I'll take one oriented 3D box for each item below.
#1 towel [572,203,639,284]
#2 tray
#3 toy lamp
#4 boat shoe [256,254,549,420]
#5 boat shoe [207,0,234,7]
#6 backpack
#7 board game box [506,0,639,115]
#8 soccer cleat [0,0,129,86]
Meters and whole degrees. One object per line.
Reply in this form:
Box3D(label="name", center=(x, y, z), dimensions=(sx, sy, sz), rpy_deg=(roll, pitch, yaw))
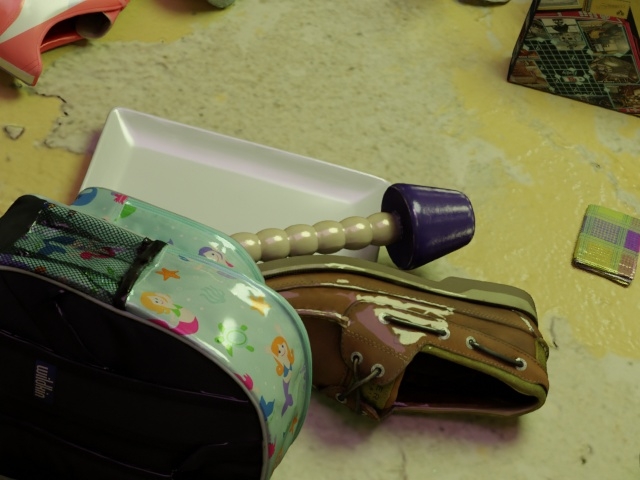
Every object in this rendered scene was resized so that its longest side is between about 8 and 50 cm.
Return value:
Box3D(label="towel", center=(0.272, 0.003, 1.488), dimensions=(0.060, 0.009, 0.083), rpy_deg=(19, 49, 3))
Box3D(label="tray", center=(-0.077, -0.030, 1.413), dimensions=(0.270, 0.030, 0.145), rpy_deg=(15, 49, -2))
Box3D(label="toy lamp", center=(0.000, 0.000, 1.339), dimensions=(0.274, 0.080, 0.080), rpy_deg=(-10, 55, -19))
Box3D(label="boat shoe", center=(0.046, 0.087, 1.294), dimensions=(0.307, 0.111, 0.104), rpy_deg=(2, 50, -13))
Box3D(label="boat shoe", center=(-0.084, -0.343, 1.603), dimensions=(0.079, 0.081, 0.228), rpy_deg=(12, 71, 14))
Box3D(label="backpack", center=(-0.131, 0.094, 1.163), dimensions=(0.253, 0.225, 0.191), rpy_deg=(21, 40, 16))
Box3D(label="board game box", center=(0.326, -0.197, 1.564), dimensions=(0.243, 0.165, 0.042), rpy_deg=(15, 49, -3))
Box3D(label="soccer cleat", center=(-0.215, -0.261, 1.532), dimensions=(0.116, 0.108, 0.318), rpy_deg=(47, 54, 4))
